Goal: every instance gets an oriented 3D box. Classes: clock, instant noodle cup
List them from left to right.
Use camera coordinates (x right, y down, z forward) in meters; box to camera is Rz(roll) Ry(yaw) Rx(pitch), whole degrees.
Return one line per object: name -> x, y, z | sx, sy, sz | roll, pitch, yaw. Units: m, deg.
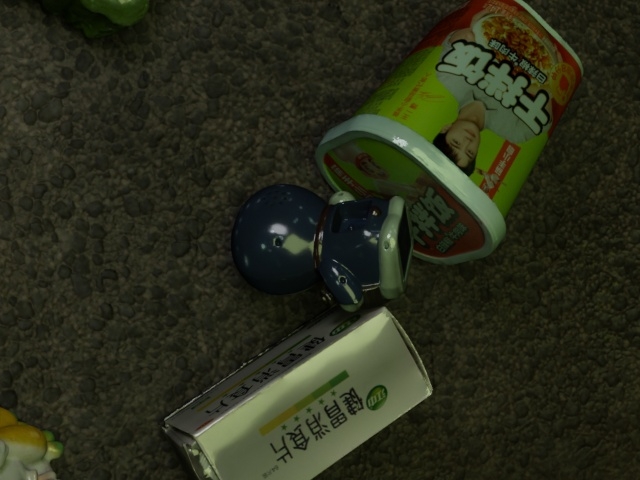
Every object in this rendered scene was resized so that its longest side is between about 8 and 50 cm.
clock -> 0.000, 0.000, 1.700 | 0.243, 0.146, 0.199 | 2, 44, 15
instant noodle cup -> 0.194, -0.166, 1.758 | 0.294, 0.294, 0.308 | 42, 68, -14

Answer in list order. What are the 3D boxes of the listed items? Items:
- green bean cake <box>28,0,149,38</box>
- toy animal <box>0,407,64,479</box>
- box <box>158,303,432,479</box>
green bean cake -> -0.300, -0.405, 1.647 | 0.222, 0.125, 0.248 | 25, 80, -18
toy animal -> -0.433, 0.333, 1.556 | 0.310, 0.183, 0.247 | 31, 83, -21
box -> -0.037, 0.225, 1.695 | 0.333, 0.173, 0.145 | -33, 99, -18
